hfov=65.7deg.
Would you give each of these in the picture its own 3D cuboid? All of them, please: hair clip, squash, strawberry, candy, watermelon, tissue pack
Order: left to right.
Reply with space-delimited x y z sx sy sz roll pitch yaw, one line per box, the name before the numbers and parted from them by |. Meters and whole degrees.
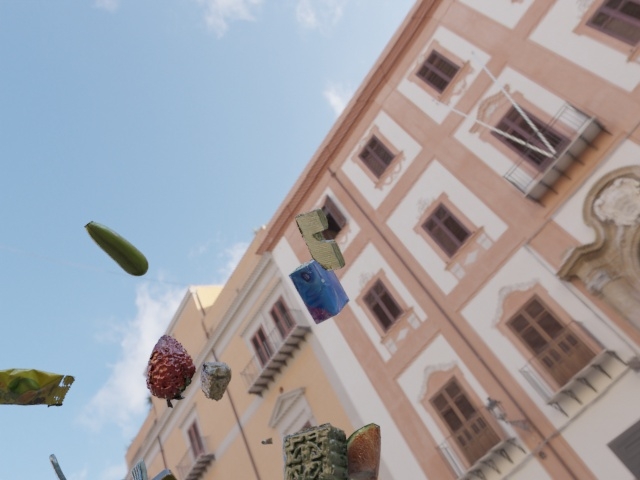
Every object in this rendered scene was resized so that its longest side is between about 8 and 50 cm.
candy | -1.006 0.499 1.672 0.297 0.081 0.187 15 -55 -37
hair clip | -0.647 0.820 1.512 0.238 0.392 0.318 -14 -24 -31
squash | -0.529 0.022 1.292 0.066 0.066 0.201 -38 -59 5
strawberry | -0.423 0.356 1.370 0.140 0.193 0.085 6 -21 15
candy | -0.309 0.407 1.450 0.085 0.095 0.110 8 -74 -28
tissue pack | -0.003 0.215 2.260 0.146 0.264 0.198 -29 3 24
watermelon | 0.158 0.828 1.935 0.146 0.231 0.128 2 -19 14

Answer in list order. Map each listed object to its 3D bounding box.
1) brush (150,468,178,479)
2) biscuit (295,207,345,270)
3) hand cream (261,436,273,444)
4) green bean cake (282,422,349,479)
brush | -0.402 0.718 1.317 0.123 0.059 0.197 -34 -74 -20
biscuit | 0.000 0.000 1.906 0.046 0.250 0.147 -28 6 -39
hand cream | -0.241 0.919 2.271 0.022 0.035 0.102 -17 -21 17
green bean cake | -0.021 0.826 1.820 0.241 0.255 0.132 -21 -40 26
